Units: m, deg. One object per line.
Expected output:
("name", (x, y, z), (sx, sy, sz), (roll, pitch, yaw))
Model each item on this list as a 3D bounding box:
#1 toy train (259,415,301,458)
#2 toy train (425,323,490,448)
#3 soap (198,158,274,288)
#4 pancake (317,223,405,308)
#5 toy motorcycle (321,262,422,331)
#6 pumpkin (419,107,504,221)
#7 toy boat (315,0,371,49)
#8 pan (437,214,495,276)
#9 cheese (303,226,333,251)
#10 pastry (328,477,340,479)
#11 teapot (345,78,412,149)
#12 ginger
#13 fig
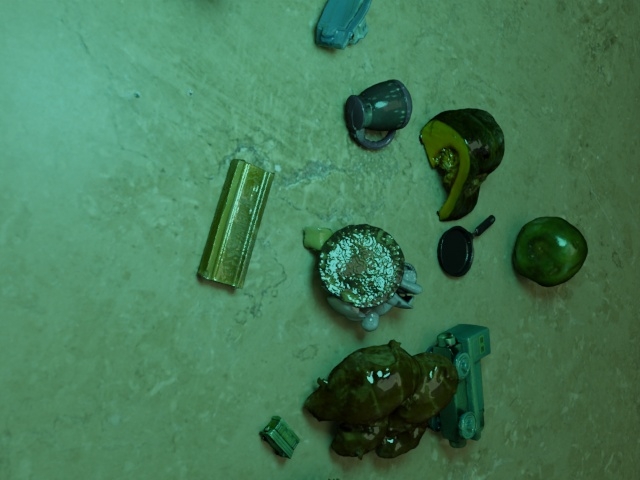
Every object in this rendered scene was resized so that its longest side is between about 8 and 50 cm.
("toy train", (-0.084, 0.415, 1.359), (0.056, 0.038, 0.093), (-51, 118, -33))
("toy train", (0.362, 0.369, 1.651), (0.194, 0.120, 0.298), (-15, 102, -44))
("soap", (-0.167, -0.034, 1.291), (0.092, 0.037, 0.252), (23, 77, -34))
("pancake", (0.090, 0.054, 1.397), (0.199, 0.021, 0.199), (4, 74, -12))
("toy motorcycle", (0.113, 0.121, 1.462), (0.260, 0.110, 0.170), (5, 86, -31))
("pumpkin", (0.341, -0.204, 1.653), (0.139, 0.190, 0.280), (-22, 146, -36))
("toy boat", (0.062, -0.501, 1.450), (0.215, 0.088, 0.102), (-66, 158, -18))
("pan", (0.391, 0.002, 1.724), (0.235, 0.028, 0.136), (-38, 113, -28))
("cheese", (0.000, 0.000, 1.416), (0.084, 0.041, 0.060), (12, 84, -38))
("pastry", (0.006, 0.661, 1.350), (0.255, 0.162, 0.310), (-9, 94, -39))
("teapot", (0.123, -0.294, 1.486), (0.146, 0.148, 0.116), (-16, 64, -25))
("ginger", (0.139, 0.361, 1.463), (0.358, 0.152, 0.274), (15, 110, -33))
("fig", (0.680, 0.030, 1.868), (0.275, 0.206, 0.206), (1, 90, -51))
